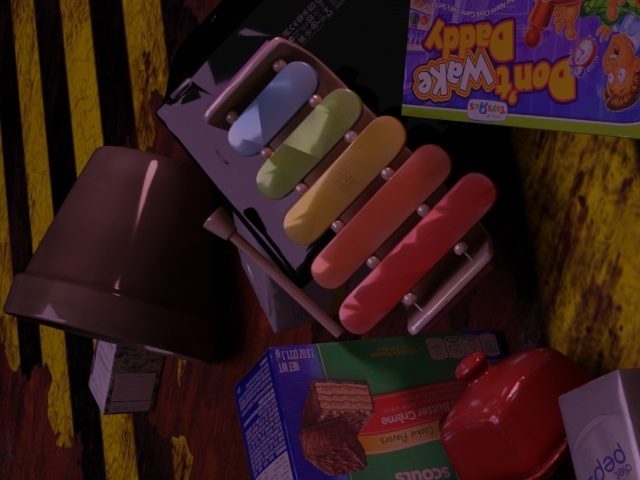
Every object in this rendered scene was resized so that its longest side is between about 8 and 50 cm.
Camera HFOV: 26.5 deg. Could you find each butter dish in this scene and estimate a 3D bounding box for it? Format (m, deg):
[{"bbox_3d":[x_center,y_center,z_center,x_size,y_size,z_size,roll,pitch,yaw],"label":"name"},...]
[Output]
[{"bbox_3d":[0.173,0.154,1.267,0.118,0.160,0.160,48,146,-2],"label":"butter dish"}]

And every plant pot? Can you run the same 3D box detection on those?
[{"bbox_3d":[-0.287,0.017,2.063,0.323,0.323,0.280,-4,71,62],"label":"plant pot"}]

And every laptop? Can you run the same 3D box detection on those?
[{"bbox_3d":[0.026,-0.221,1.528,0.382,0.236,0.408,-44,74,16],"label":"laptop"}]

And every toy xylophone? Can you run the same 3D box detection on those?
[{"bbox_3d":[0.016,-0.034,1.354,0.323,0.081,0.236,38,105,8],"label":"toy xylophone"}]

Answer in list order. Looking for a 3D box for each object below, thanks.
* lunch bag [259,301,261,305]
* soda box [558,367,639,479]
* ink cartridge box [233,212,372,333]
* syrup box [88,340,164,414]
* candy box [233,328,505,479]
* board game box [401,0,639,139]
[{"bbox_3d":[-0.055,0.040,1.797,0.071,0.053,0.083,-34,71,61],"label":"lunch bag"},{"bbox_3d":[0.291,0.252,1.134,0.091,0.098,0.286,-40,55,56],"label":"soda box"},{"bbox_3d":[0.000,0.000,1.567,0.127,0.176,0.128,83,164,-46],"label":"ink cartridge box"},{"bbox_3d":[-0.321,0.173,2.307,0.096,0.093,0.237,49,133,52],"label":"syrup box"},{"bbox_3d":[0.082,0.260,1.349,0.122,0.268,0.317,128,134,-55],"label":"candy box"},{"bbox_3d":[0.227,-0.211,1.188,0.347,0.078,0.233,11,100,48],"label":"board game box"}]
